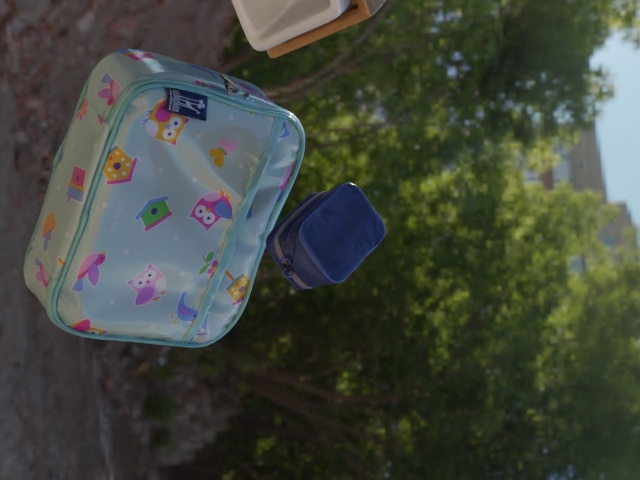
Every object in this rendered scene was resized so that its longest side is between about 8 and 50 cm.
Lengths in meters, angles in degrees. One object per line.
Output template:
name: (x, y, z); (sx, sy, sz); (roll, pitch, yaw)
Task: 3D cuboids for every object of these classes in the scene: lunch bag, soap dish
lunch bag: (0.000, 0.000, 1.050); (0.065, 0.098, 0.067); (-15, -67, 54)
lunch bag: (-0.143, -0.036, 1.133); (0.108, 0.224, 0.279); (44, -65, 51)
soap dish: (-0.037, -0.389, 1.438); (0.229, 0.118, 0.291); (-10, -77, 56)
